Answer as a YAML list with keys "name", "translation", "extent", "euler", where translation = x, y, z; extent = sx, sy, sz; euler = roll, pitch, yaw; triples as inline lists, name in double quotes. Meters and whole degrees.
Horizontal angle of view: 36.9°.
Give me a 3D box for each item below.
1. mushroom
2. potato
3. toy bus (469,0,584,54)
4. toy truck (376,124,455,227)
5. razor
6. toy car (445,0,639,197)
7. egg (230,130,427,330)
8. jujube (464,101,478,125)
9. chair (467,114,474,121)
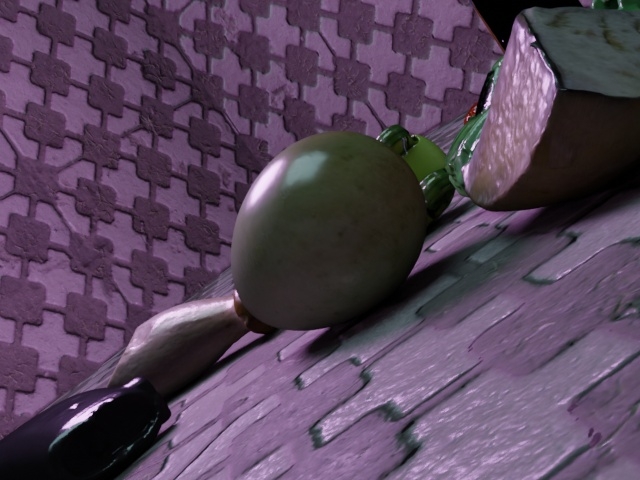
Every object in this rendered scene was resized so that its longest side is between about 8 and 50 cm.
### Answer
- name: "mushroom"
  translation: [-0.218, 0.169, 1.558]
  extent: [0.350, 0.128, 0.128]
  euler: [-28, 6, 17]
- name: "potato"
  translation: [0.281, -0.098, 1.001]
  extent: [0.264, 0.211, 0.189]
  euler: [105, 165, -44]
- name: "toy bus"
  translation: [0.374, -0.416, 1.756]
  extent: [0.171, 0.386, 0.162]
  euler: [-33, 0, 7]
- name: "toy truck"
  translation: [0.113, -0.058, 1.500]
  extent: [0.187, 0.148, 0.210]
  euler: [-37, -18, -16]
- name: "razor"
  translation: [-0.364, 0.291, 1.362]
  extent: [0.204, 0.113, 0.349]
  euler: [-35, 4, -41]
- name: "toy car"
  translation: [0.310, -0.199, 1.263]
  extent: [0.359, 0.176, 0.213]
  euler: [-35, 4, 6]
- name: "egg"
  translation: [0.000, 0.000, 1.177]
  extent: [0.295, 0.218, 0.218]
  euler: [-48, -3, 32]
- name: "jujube"
  translation: [0.344, -0.231, 1.807]
  extent: [0.112, 0.109, 0.176]
  euler: [10, 25, 34]
- name: "chair"
  translation: [0.365, -0.220, 1.526]
  extent: [0.106, 0.113, 0.229]
  euler: [-41, 5, -41]
